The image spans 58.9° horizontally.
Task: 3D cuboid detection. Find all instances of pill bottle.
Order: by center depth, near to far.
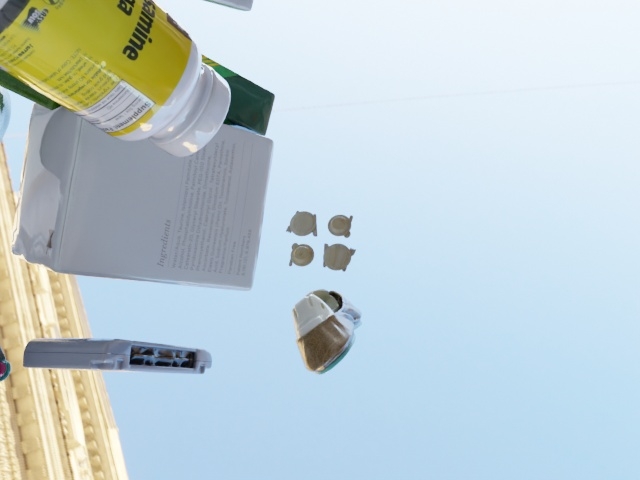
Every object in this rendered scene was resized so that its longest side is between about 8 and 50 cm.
[{"bbox_3d":[-0.282,-0.251,0.744,0.334,0.188,0.188,33,-134,-47],"label":"pill bottle"}]

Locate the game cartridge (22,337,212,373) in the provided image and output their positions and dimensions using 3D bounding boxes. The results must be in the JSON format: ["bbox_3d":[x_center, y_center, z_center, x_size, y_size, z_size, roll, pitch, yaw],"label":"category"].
[{"bbox_3d":[-0.356,0.209,1.013,0.198,0.297,0.062,1,-103,22],"label":"game cartridge"}]

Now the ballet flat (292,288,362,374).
[{"bbox_3d":[0.008,0.155,1.096,0.116,0.342,0.124,-36,-93,13],"label":"ballet flat"}]

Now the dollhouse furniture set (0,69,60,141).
[{"bbox_3d":[-0.555,-0.239,1.043,0.151,0.301,0.197,23,-161,-17],"label":"dollhouse furniture set"}]

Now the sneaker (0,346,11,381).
[{"bbox_3d":[-0.575,0.232,0.869,0.178,0.124,0.295,0,-86,3],"label":"sneaker"}]

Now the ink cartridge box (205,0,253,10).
[{"bbox_3d":[-0.091,-0.297,0.429,0.109,0.209,0.062,-2,-154,-39],"label":"ink cartridge box"}]

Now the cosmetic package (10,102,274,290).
[{"bbox_3d":[-0.359,-0.088,1.153,0.394,0.329,0.327,10,-92,-41],"label":"cosmetic package"}]

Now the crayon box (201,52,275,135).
[{"bbox_3d":[-0.337,-0.329,1.215,0.363,0.313,0.106,14,-89,37],"label":"crayon box"}]

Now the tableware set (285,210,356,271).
[{"bbox_3d":[0.000,0.000,1.286,0.169,0.020,0.141,4,-111,12],"label":"tableware set"}]
